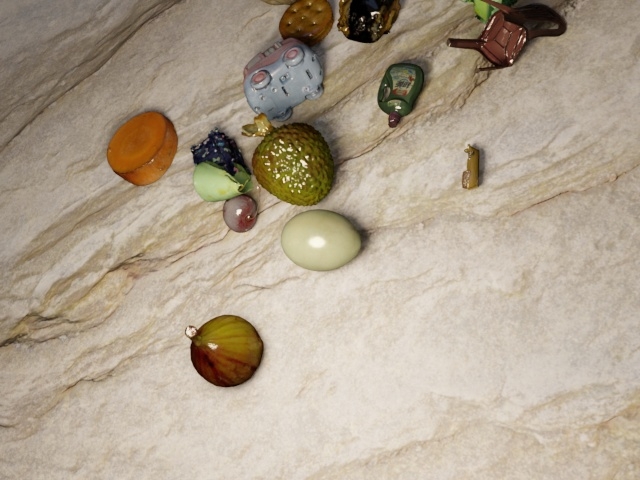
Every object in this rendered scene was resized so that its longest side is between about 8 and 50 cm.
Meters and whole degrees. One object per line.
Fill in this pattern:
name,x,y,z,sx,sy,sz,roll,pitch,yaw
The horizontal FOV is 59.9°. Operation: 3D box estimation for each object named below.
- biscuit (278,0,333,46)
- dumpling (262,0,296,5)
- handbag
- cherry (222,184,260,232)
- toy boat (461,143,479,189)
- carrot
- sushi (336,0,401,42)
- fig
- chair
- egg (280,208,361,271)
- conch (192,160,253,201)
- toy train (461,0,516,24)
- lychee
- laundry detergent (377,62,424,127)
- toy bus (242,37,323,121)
biscuit,-0.056,-0.825,2.089,0.220,0.066,0.220,-8,65,17
dumpling,-0.165,-0.968,2.178,0.332,0.166,0.086,24,121,43
handbag,-0.346,-0.263,1.938,0.162,0.113,0.260,-34,62,12
cherry,-0.262,-0.121,1.824,0.115,0.188,0.148,4,26,-9
toy boat,0.449,-0.222,1.661,0.049,0.047,0.149,0,69,21
carrot,-0.672,-0.360,2.107,0.258,0.100,0.307,1,67,18
sushi,0.159,-0.808,1.943,0.204,0.213,0.200,32,59,14
fig,-0.302,0.289,1.572,0.217,0.321,0.217,-10,60,17
chair,0.594,-0.649,1.750,0.326,0.183,0.176,-10,53,-34
egg,0.000,0.000,1.655,0.253,0.186,0.186,9,72,24
conch,-0.297,-0.195,1.769,0.250,0.143,0.137,-3,79,36
toy train,0.584,-0.863,1.820,0.271,0.159,0.188,-38,67,1
lychee,-0.094,-0.251,1.752,0.270,0.270,0.320,-20,66,11
laundry detergent,0.252,-0.472,1.825,0.144,0.078,0.222,14,76,27
toy bus,-0.146,-0.584,1.961,0.294,0.197,0.232,-35,51,5
